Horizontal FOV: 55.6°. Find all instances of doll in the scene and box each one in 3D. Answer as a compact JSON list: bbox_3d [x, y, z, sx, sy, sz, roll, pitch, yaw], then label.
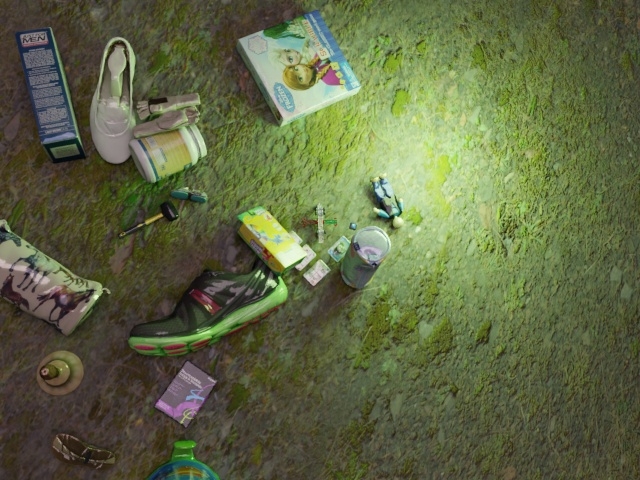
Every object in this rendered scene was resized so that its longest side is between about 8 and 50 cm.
[{"bbox_3d":[0.228,-0.127,2.060,0.129,0.046,0.189,-26,91,-28],"label":"doll"}]

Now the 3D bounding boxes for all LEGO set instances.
[{"bbox_3d":[0.000,0.000,1.980,0.244,0.060,0.182,-45,91,-8],"label":"LEGO set"}]

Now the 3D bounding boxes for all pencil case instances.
[{"bbox_3d":[0.136,0.058,1.875,0.114,0.273,0.124,-16,72,-14],"label":"pencil case"},{"bbox_3d":[-0.797,0.096,1.674,0.410,0.160,0.183,33,86,-5],"label":"pencil case"}]

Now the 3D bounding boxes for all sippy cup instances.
[{"bbox_3d":[-0.366,0.713,1.614,0.240,0.224,0.305,-34,89,-19],"label":"sippy cup"}]

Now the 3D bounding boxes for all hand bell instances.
[{"bbox_3d":[-0.701,0.346,1.599,0.126,0.242,0.126,4,76,-15],"label":"hand bell"}]

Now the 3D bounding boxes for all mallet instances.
[{"bbox_3d":[-0.530,-0.065,1.851,0.190,0.039,0.062,-22,84,-14],"label":"mallet"}]

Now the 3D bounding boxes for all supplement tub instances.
[{"bbox_3d":[-0.466,-0.275,1.856,0.200,0.144,0.144,-28,86,-19],"label":"supplement tub"}]

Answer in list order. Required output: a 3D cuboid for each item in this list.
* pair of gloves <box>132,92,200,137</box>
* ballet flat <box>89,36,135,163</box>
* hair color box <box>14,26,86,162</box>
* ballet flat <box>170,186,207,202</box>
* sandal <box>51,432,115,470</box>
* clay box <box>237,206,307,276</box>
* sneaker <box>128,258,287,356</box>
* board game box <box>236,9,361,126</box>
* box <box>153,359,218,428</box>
[{"bbox_3d":[-0.470,-0.392,1.854,0.204,0.042,0.240,-12,36,-1],"label":"pair of gloves"},{"bbox_3d":[-0.632,-0.440,1.857,0.139,0.139,0.400,3,77,-14],"label":"ballet flat"},{"bbox_3d":[-0.791,-0.422,1.787,0.105,0.174,0.347,-14,81,-16],"label":"hair color box"},{"bbox_3d":[-0.410,-0.146,1.903,0.114,0.041,0.041,12,75,-13],"label":"ballet flat"},{"bbox_3d":[-0.652,0.581,1.665,0.180,0.049,0.072,28,77,-23],"label":"sandal"},{"bbox_3d":[-0.158,-0.001,1.883,0.222,0.053,0.127,46,37,11],"label":"clay box"},{"bbox_3d":[-0.337,0.196,1.784,0.483,0.185,0.202,-22,76,-28],"label":"sneaker"},{"bbox_3d":[-0.073,-0.592,2.076,0.318,0.066,0.318,-29,86,-19],"label":"board game box"},{"bbox_3d":[-0.390,0.447,1.772,0.116,0.029,0.162,35,70,-5],"label":"box"}]
